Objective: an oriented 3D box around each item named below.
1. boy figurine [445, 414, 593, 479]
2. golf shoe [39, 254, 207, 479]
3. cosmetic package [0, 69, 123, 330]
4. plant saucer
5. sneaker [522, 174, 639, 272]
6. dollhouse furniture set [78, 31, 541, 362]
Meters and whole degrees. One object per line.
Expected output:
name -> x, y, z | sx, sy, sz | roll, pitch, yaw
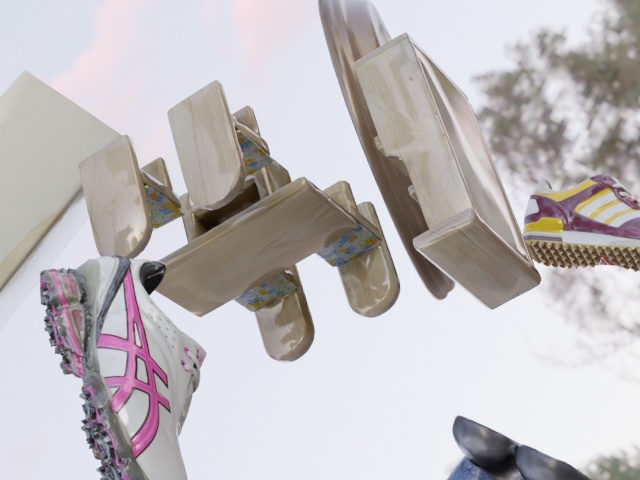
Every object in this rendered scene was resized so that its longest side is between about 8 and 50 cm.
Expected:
boy figurine -> 0.063, 0.252, 0.989 | 0.285, 0.177, 0.092 | -61, -33, -4
golf shoe -> -0.101, 0.083, 0.926 | 0.086, 0.186, 0.067 | -14, -31, -17
cosmetic package -> -0.308, 0.019, 1.375 | 0.309, 0.113, 0.160 | -56, 1, -36
plant saucer -> 0.066, -0.085, 1.339 | 0.041, 0.278, 0.278 | -21, -28, 8
sneaker -> 0.267, -0.019, 1.405 | 0.069, 0.185, 0.084 | 50, -129, -58
dollhouse furniture set -> 0.000, 0.000, 1.088 | 0.242, 0.161, 0.212 | -30, -35, 18
